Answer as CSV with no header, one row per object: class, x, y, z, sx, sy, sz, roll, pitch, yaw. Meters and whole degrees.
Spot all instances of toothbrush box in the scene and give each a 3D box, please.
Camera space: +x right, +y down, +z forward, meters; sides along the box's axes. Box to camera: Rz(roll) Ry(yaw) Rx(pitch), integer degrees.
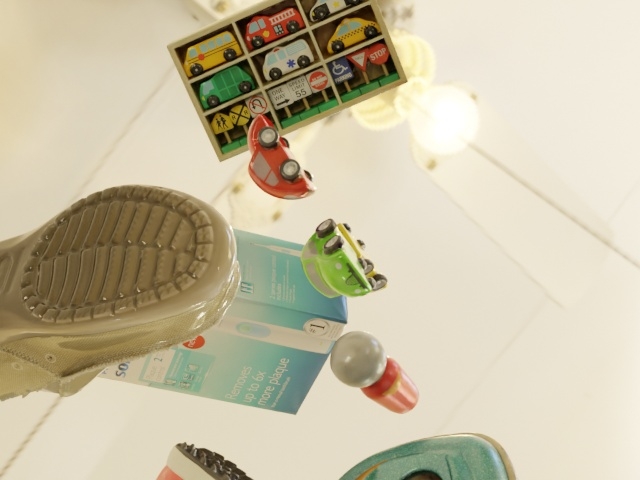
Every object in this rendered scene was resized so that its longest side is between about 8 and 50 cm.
toothbrush box,-0.137,0.097,1.544,0.296,0.126,0.216,15,-46,-14

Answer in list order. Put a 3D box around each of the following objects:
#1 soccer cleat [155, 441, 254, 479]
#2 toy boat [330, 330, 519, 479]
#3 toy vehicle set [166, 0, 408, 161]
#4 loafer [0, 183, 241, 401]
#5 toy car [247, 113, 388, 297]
soccer cleat,-0.071,0.320,1.162,0.109,0.318,0.116,31,-91,-45
toy boat,0.080,0.256,1.324,0.267,0.318,0.148,-27,-43,19
toy vehicle set,-0.041,-0.228,1.492,0.267,0.035,0.166,-23,-74,7
loafer,-0.148,0.040,0.719,0.092,0.269,0.102,44,-133,-41
toy car,0.000,0.000,1.159,0.053,0.225,0.239,-35,-67,6
